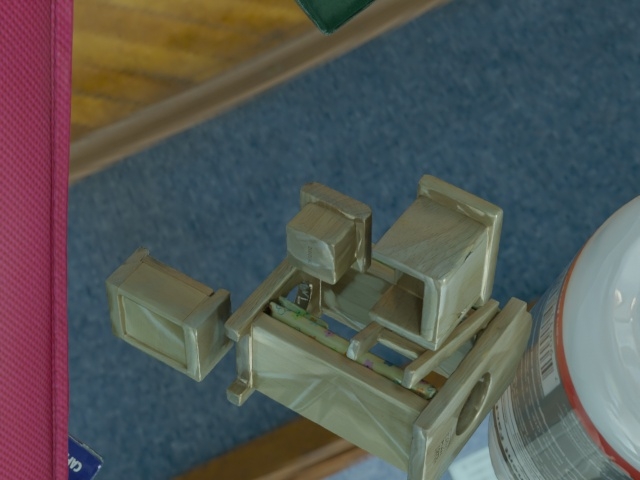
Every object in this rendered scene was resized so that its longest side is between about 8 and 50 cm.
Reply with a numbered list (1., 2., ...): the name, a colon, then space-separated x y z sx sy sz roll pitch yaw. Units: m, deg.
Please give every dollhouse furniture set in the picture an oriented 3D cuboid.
1. dollhouse furniture set: 0.000 0.000 0.719 0.101 0.182 0.161 -47 153 -35

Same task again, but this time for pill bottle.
1. pill bottle: 0.237 0.108 1.112 0.210 0.210 0.363 -16 164 -10

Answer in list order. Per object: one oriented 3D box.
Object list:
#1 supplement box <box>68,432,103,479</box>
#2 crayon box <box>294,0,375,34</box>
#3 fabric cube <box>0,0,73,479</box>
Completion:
1. supplement box: -0.396 0.268 1.376 0.194 0.195 0.356 43 73 -25
2. crayon box: -0.079 -0.302 1.012 0.081 0.202 0.318 -37 127 2
3. fabric cube: -0.236 0.021 0.382 0.258 0.259 0.254 -21 120 -52
